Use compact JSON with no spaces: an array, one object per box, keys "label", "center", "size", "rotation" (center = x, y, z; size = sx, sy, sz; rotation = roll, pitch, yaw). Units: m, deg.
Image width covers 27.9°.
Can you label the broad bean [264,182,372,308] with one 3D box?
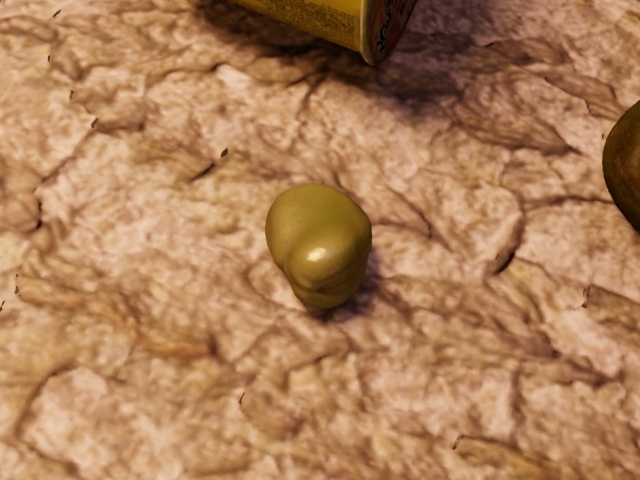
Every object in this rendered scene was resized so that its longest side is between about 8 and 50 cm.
[{"label":"broad bean","center":[0.000,0.000,0.755],"size":[0.063,0.045,0.083],"rotation":[-9,48,-5]}]

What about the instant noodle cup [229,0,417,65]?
[{"label":"instant noodle cup","center":[-0.008,-0.224,0.834],"size":[0.153,0.205,0.205],"rotation":[15,52,11]}]

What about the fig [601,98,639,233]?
[{"label":"fig","center":[0.258,-0.024,0.795],"size":[0.177,0.117,0.117],"rotation":[46,56,2]}]
